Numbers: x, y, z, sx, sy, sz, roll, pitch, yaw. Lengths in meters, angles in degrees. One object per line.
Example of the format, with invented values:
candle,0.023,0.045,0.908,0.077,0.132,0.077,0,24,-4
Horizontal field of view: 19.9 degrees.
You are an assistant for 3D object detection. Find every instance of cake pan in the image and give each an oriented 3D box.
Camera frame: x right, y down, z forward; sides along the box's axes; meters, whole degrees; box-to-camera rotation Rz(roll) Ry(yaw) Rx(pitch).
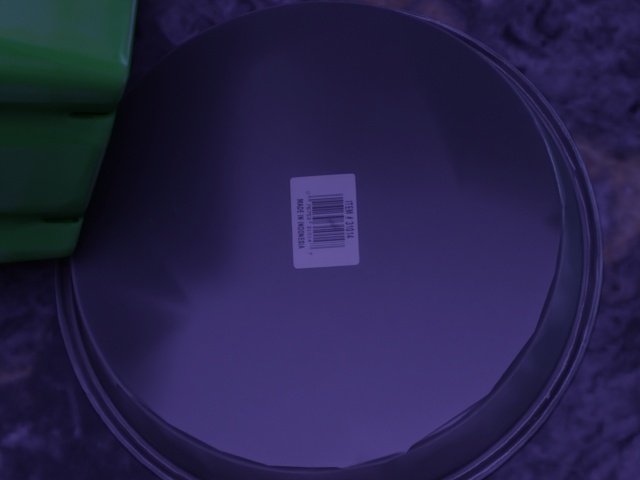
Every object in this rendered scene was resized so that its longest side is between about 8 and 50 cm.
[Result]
cake pan,0.000,0.000,0.949,0.293,0.054,0.293,-2,72,5

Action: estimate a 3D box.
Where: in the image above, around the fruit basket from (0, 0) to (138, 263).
fruit basket,-0.275,-0.171,0.900,0.392,0.283,0.392,8,58,-13
